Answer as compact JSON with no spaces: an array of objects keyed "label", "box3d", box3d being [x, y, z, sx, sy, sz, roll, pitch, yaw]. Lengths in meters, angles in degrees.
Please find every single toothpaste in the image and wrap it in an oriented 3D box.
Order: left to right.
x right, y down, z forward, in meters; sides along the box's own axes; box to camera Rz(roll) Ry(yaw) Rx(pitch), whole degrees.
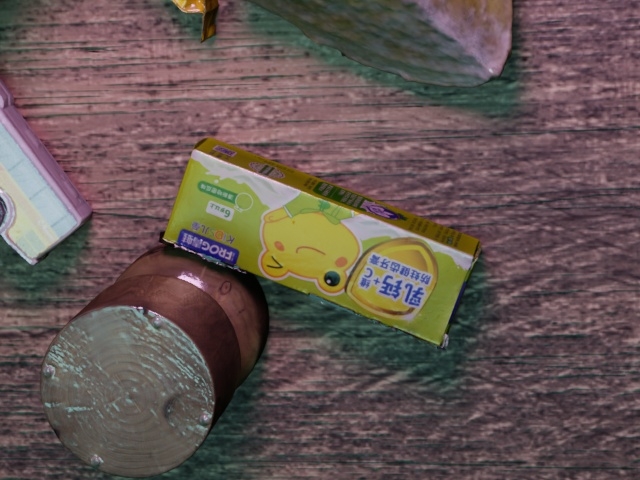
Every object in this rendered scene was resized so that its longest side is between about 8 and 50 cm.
[{"label":"toothpaste","box3d":[0.000,0.000,1.848,0.327,0.077,0.110,21,105,4]}]

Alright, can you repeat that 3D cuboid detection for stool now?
[{"label":"stool","box3d":[-0.164,0.116,1.810,0.179,0.264,0.179,2,105,9]}]

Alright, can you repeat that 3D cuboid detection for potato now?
[{"label":"potato","box3d":[0.064,-0.292,1.756,0.211,0.189,0.264,-7,146,47]}]

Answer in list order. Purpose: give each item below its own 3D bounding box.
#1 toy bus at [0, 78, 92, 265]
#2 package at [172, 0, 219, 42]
[{"label":"toy bus","box3d":[-0.358,-0.101,1.883,0.106,0.092,0.268,-35,96,8]},{"label":"package","box3d":[-0.141,-0.271,1.807,0.047,0.071,0.131,-37,94,14]}]
